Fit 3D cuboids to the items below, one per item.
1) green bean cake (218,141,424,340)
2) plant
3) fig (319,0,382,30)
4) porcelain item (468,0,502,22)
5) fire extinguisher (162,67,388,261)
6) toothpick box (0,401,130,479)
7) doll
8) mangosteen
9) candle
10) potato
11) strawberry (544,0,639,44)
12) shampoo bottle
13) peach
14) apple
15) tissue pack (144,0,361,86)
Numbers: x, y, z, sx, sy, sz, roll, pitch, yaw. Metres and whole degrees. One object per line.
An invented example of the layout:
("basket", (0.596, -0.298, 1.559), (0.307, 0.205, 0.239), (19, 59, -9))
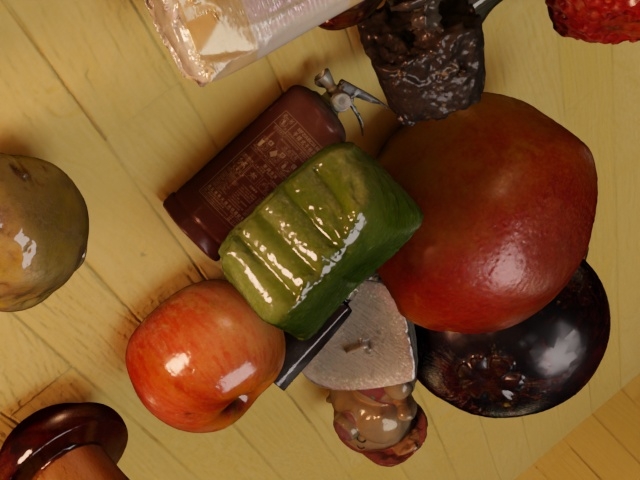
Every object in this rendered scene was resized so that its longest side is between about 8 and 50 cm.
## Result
("green bean cake", (0.000, 0.000, 1.585), (0.222, 0.125, 0.248), (-45, 169, 3))
("plant", (0.111, -0.232, 1.536), (0.131, 0.142, 0.203), (-17, 129, -2))
("fig", (0.033, -0.293, 1.423), (0.103, 0.109, 0.155), (45, 65, -43))
("porcelain item", (0.194, -0.304, 1.661), (0.216, 0.069, 0.081), (-52, 148, 10))
("fire extinguisher", (-0.050, -0.095, 1.591), (0.269, 0.105, 0.105), (-43, 154, 1))
("toothpick box", (-0.281, 0.337, 1.709), (0.192, 0.294, 0.192), (-30, 149, -21))
("doll", (0.085, 0.249, 2.211), (0.152, 0.196, 0.256), (-14, 138, -17))
("mangosteen", (0.276, 0.110, 2.063), (0.330, 0.330, 0.330), (-32, 152, -19))
("candle", (0.068, 0.140, 1.957), (0.192, 0.168, 0.068), (-52, -173, 21))
("potato", (-0.308, -0.010, 1.336), (0.154, 0.137, 0.200), (-18, 162, 22))
("strawberry", (0.372, -0.370, 1.609), (0.292, 0.310, 0.292), (-6, 99, -46))
("shampoo bottle", (-0.002, 0.109, 1.864), (0.208, 0.057, 0.063), (-48, 158, -2))
("peach", (0.209, -0.040, 1.809), (0.332, 0.308, 0.308), (-37, 154, -4))
("apple", (-0.141, 0.148, 1.765), (0.209, 0.164, 0.209), (-33, 155, -17))
("tissue pack", (-0.062, -0.265, 1.261), (0.222, 0.090, 0.186), (-32, 117, -23))
